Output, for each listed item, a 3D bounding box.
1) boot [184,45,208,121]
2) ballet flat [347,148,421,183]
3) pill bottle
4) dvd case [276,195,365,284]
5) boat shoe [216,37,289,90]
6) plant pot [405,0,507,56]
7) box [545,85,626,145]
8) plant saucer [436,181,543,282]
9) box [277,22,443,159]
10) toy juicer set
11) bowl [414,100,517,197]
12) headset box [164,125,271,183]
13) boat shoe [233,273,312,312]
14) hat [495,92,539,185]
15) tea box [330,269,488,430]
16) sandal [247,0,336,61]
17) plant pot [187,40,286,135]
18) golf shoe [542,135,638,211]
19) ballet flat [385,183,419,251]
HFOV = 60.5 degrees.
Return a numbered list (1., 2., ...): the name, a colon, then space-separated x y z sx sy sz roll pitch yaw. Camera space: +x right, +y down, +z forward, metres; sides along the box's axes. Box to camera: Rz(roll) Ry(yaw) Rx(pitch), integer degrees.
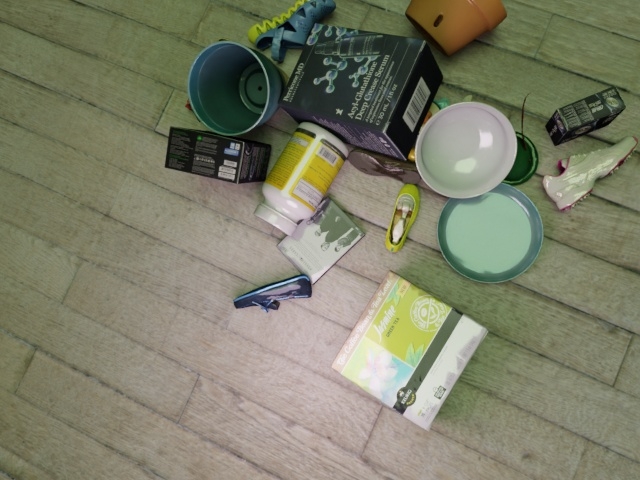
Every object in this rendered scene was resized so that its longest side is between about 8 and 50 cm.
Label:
1. boot: -0.404 -0.542 1.903 0.176 0.088 0.244 -18 84 7
2. ballet flat: 0.211 -0.247 1.778 0.249 0.084 0.058 17 52 11
3. pill bottle: -0.068 -0.190 1.747 0.188 0.188 0.334 31 87 12
4. dvd case: 0.000 0.000 1.789 0.238 0.029 0.179 -44 78 1
5. boat shoe: -0.236 -0.599 1.881 0.285 0.089 0.105 30 87 12
6. plant pot: 0.406 -0.722 1.723 0.291 0.291 0.203 47 107 12
7. box: 0.797 -0.373 1.662 0.180 0.147 0.078 -22 79 4
8. plant saucer: 0.522 -0.025 1.707 0.317 0.044 0.318 -1 81 9
9. box: 0.123 -0.461 1.690 0.395 0.212 0.294 22 86 31
10. toy juicer set: 0.335 -0.358 1.760 0.328 0.089 0.209 -6 81 7
11. bowl: 0.431 -0.289 1.665 0.297 0.134 0.298 2 118 4
12. headset box: -0.315 -0.271 1.757 0.246 0.283 0.131 14 100 11
13. boat shoe: -0.152 0.184 1.745 0.258 0.109 0.089 -17 94 13
14. hat: 0.584 -0.286 1.663 0.173 0.183 0.209 -25 79 4
15. tea box: 0.255 0.311 1.607 0.323 0.220 0.329 30 87 12
16. sandal: -0.083 -0.716 1.868 0.317 0.126 0.138 -28 82 12
17. plant pot: -0.237 -0.482 1.738 0.271 0.255 0.272 5 108 17
18. golf shoe: 0.812 -0.229 1.659 0.306 0.115 0.140 -40 75 0
19. ballet flat: 0.261 -0.075 1.735 0.077 0.077 0.231 17 84 11
